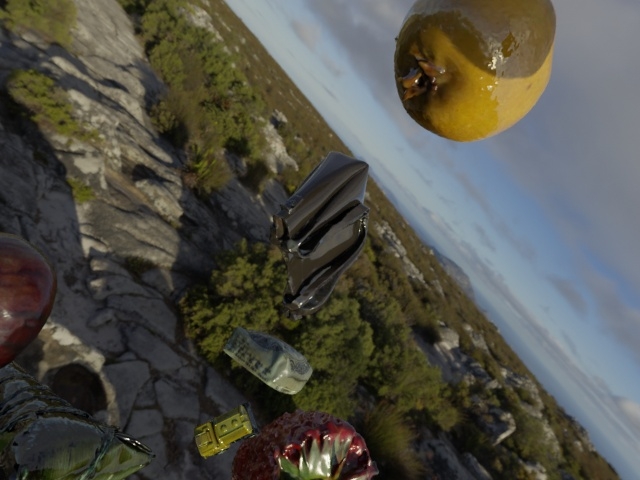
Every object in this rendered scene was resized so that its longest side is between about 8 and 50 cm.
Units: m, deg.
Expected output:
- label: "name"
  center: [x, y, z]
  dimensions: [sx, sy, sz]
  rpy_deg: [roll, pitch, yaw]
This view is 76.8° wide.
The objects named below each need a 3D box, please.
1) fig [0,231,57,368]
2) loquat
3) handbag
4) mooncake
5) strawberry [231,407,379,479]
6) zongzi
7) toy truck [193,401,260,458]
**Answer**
- label: "fig"
  center: [-0.546, 0.094, 0.629]
  dimensions: [0.214, 0.235, 0.235]
  rpy_deg: [95, -28, -47]
- label: "loquat"
  center: [0.195, -0.239, 0.531]
  dimensions: [0.208, 0.208, 0.208]
  rpy_deg: [45, 14, -14]
- label: "handbag"
  center: [0.000, 0.000, 0.798]
  dimensions: [0.114, 0.285, 0.257]
  rpy_deg: [23, 45, 22]
- label: "mooncake"
  center: [-0.158, 0.386, 1.316]
  dimensions: [0.255, 0.136, 0.250]
  rpy_deg: [25, -15, 33]
- label: "strawberry"
  center: [-0.040, 0.469, 0.806]
  dimensions: [0.261, 0.261, 0.258]
  rpy_deg: [48, -23, -2]
- label: "zongzi"
  center: [-0.589, 0.366, 0.800]
  dimensions: [0.319, 0.384, 0.362]
  rpy_deg: [63, 15, -61]
- label: "toy truck"
  center: [-0.136, 0.269, 0.571]
  dimensions: [0.049, 0.083, 0.054]
  rpy_deg: [63, -1, 23]
